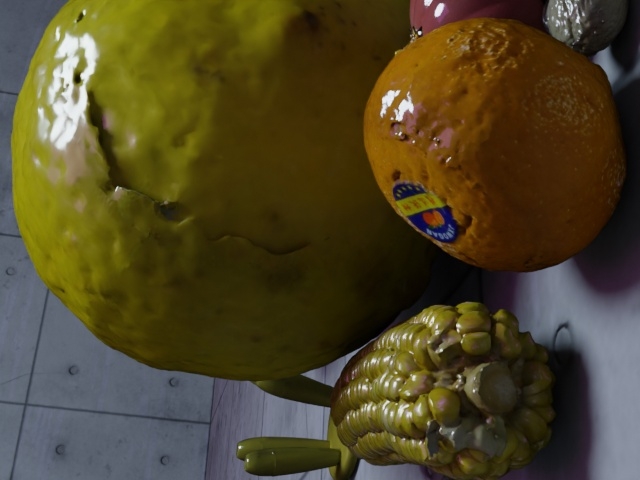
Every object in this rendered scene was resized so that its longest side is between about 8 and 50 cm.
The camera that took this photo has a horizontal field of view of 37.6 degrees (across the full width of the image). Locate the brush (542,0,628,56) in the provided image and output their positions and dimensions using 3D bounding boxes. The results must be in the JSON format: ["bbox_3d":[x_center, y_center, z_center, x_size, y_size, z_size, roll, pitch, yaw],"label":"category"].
[{"bbox_3d":[0.148,-0.231,0.535,0.042,0.039,0.299,118,159,-65],"label":"brush"}]

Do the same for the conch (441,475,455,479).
[{"bbox_3d":[0.032,0.277,0.588,0.137,0.114,0.234,-127,50,-58],"label":"conch"}]

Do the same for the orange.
[{"bbox_3d":[0.088,-0.049,0.472,0.117,0.135,0.135,-44,-8,-26],"label":"orange"}]

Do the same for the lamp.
[{"bbox_3d":[0.097,-0.122,0.566,0.107,0.092,0.107,-25,-90,-87],"label":"lamp"}]

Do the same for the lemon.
[{"bbox_3d":[-0.062,-0.059,0.730,0.387,0.349,0.350,132,145,-65],"label":"lemon"}]

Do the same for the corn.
[{"bbox_3d":[0.064,0.103,0.600,0.292,0.101,0.101,119,157,-74],"label":"corn"}]

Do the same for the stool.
[{"bbox_3d":[-0.021,0.182,0.946,0.135,0.110,0.134,-92,13,-49],"label":"stool"}]
